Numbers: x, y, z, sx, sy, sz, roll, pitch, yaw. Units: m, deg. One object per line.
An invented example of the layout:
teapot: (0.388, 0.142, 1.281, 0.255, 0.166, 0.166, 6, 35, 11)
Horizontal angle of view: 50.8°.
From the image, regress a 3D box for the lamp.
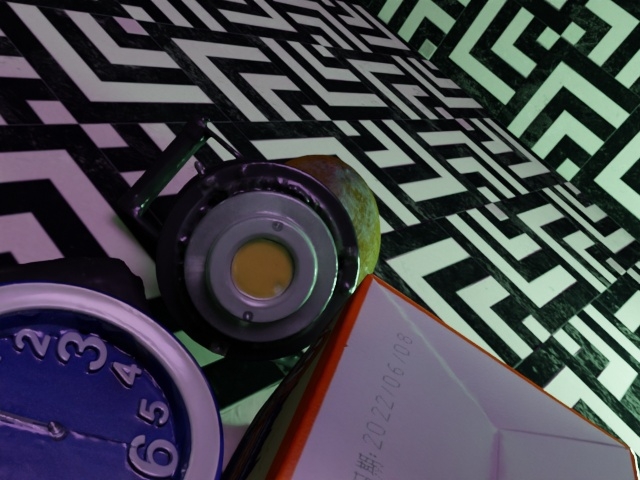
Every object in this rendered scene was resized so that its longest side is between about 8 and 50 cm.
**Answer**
lamp: (-0.084, 0.003, 0.750, 0.374, 0.205, 0.272, 41, -2, 6)

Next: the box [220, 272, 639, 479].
box: (0.066, 0.273, 0.550, 0.319, 0.256, 0.348, 32, 31, -2)

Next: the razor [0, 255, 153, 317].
razor: (-0.296, 0.095, 0.583, 0.327, 0.107, 0.189, 1, 46, -44)

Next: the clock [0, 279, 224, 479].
clock: (-0.185, 0.137, 0.469, 0.231, 0.083, 0.230, 24, 37, -19)

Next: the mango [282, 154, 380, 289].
mango: (0.000, 0.000, 0.996, 0.193, 0.146, 0.316, 19, 48, -24)
